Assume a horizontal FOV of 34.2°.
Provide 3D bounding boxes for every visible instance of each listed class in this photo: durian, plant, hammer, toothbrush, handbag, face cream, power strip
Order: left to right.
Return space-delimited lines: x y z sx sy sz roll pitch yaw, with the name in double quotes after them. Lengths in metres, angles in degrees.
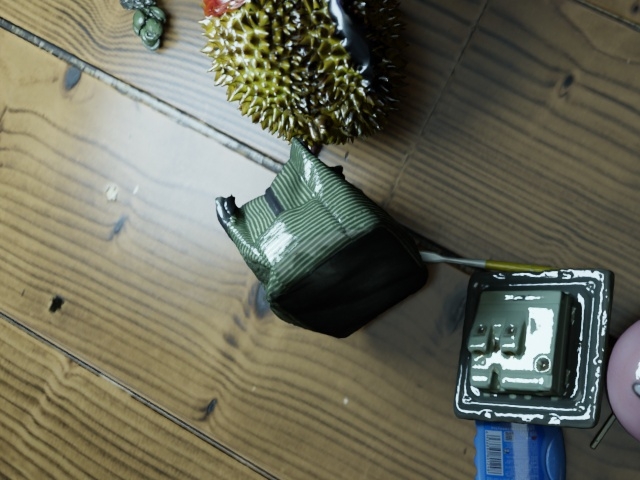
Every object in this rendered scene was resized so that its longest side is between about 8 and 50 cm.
-0.329 -0.432 1.896 0.087 0.085 0.174 -24 87 -17 "plant"
-0.025 -0.341 1.702 0.347 0.347 0.385 -9 74 13 "durian"
0.000 0.000 1.691 0.247 0.340 0.240 -37 63 8 "handbag"
0.301 0.044 1.758 0.288 0.024 0.021 8 93 12 "toothbrush"
0.327 0.385 1.708 0.149 0.083 0.264 -2 88 19 "face cream"
0.325 0.160 1.651 0.257 0.092 0.251 -4 63 38 "power strip"
0.522 0.220 1.698 0.058 0.029 0.292 34 98 14 "hammer"

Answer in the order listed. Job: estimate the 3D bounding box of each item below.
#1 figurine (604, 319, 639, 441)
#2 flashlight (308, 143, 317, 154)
0.546 0.216 1.588 0.211 0.261 0.270 36 105 29 "figurine"
-0.034 -0.132 1.837 0.052 0.031 0.110 25 94 14 "flashlight"
